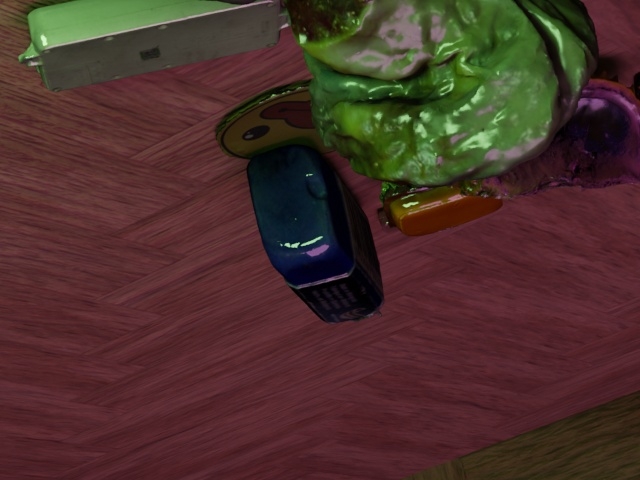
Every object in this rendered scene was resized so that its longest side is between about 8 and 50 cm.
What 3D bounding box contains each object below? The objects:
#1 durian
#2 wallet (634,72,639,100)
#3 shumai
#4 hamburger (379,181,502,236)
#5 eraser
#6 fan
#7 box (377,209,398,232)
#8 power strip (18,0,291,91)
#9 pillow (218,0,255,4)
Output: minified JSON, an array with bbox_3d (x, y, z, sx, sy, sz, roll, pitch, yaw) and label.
[{"bbox_3d":[0.251,-0.124,2.202,0.260,0.154,0.186,-7,-177,-35],"label":"durian"},{"bbox_3d":[0.441,-0.177,2.327,0.095,0.026,0.176,-13,160,4],"label":"wallet"},{"bbox_3d":[0.092,-0.227,1.758,0.309,0.304,0.263,-7,134,31],"label":"shumai"},{"bbox_3d":[0.154,-0.074,2.320,0.165,0.087,0.137,-16,160,1],"label":"hamburger"},{"bbox_3d":[0.000,0.000,2.305,0.101,0.155,0.332,-16,162,9],"label":"eraser"},{"bbox_3d":[0.007,-0.153,2.113,0.229,0.011,0.335,-3,158,-31],"label":"fan"},{"bbox_3d":[0.135,-0.039,2.497,0.115,0.025,0.048,-16,166,6],"label":"box"},{"bbox_3d":[-0.160,-0.205,1.800,0.270,0.046,0.118,-13,163,-6],"label":"power strip"},{"bbox_3d":[-0.108,-0.288,1.539,0.326,0.101,0.228,7,155,-42],"label":"pillow"}]
